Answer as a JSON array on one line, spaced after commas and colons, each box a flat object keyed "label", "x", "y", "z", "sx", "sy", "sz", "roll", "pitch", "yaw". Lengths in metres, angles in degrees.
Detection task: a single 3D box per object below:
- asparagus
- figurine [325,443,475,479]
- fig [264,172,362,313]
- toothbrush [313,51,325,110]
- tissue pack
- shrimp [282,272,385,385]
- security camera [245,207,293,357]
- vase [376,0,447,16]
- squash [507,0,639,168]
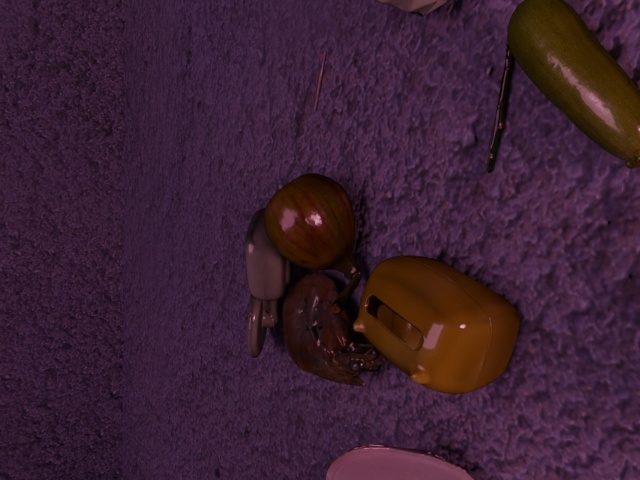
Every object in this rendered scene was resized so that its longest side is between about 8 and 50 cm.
[{"label": "asparagus", "x": 0.200, "y": -0.156, "z": 0.608, "sx": 0.016, "sy": 0.013, "sz": 0.166, "roll": 21, "pitch": 112, "yaw": 43}, {"label": "figurine", "x": 0.039, "y": 0.422, "z": 0.702, "sx": 0.206, "sy": 0.284, "sz": 0.316, "roll": 46, "pitch": 142, "yaw": 47}, {"label": "fig", "x": 0.003, "y": -0.014, "z": 0.837, "sx": 0.186, "sy": 0.148, "sz": 0.142, "roll": 34, "pitch": 114, "yaw": 5}, {"label": "toothbrush", "x": -0.003, "y": -0.264, "z": 0.917, "sx": 0.006, "sy": 0.008, "sz": 0.097, "roll": -127, "pitch": 43, "yaw": -60}, {"label": "tissue pack", "x": 0.126, "y": 0.093, "z": 0.646, "sx": 0.178, "sy": 0.127, "sz": 0.123, "roll": 35, "pitch": 120, "yaw": 50}, {"label": "shrimp", "x": 0.013, "y": 0.138, "z": 0.877, "sx": 0.317, "sy": 0.077, "sz": 0.168, "roll": -2, "pitch": 89, "yaw": 61}, {"label": "security camera", "x": -0.093, "y": 0.086, "z": 1.013, "sx": 0.157, "sy": 0.080, "sz": 0.302, "roll": -84, "pitch": -1, "yaw": -57}, {"label": "vase", "x": 0.125, "y": -0.438, "z": 0.582, "sx": 0.165, "sy": 0.165, "sz": 0.360, "roll": 47, "pitch": 126, "yaw": 45}, {"label": "squash", "x": 0.239, "y": -0.148, "z": 0.506, "sx": 0.066, "sy": 0.066, "sz": 0.201, "roll": -52, "pitch": 56, "yaw": 46}]
